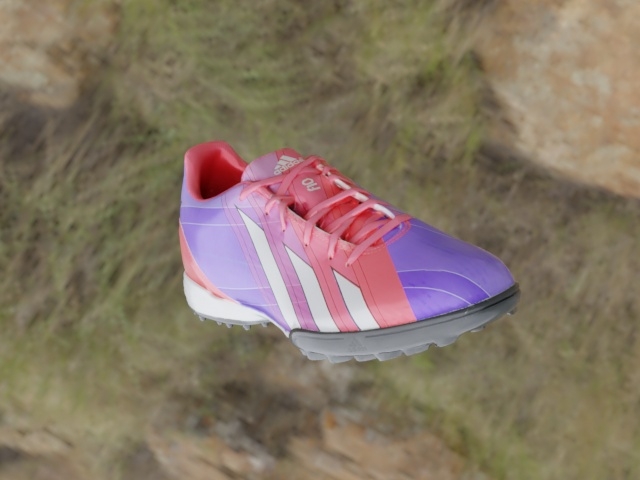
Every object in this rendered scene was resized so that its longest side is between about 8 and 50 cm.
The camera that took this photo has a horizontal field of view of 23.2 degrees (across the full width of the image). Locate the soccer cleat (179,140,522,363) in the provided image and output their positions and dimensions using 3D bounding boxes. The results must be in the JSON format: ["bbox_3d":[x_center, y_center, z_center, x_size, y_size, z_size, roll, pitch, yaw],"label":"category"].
[{"bbox_3d":[0.000,0.000,0.973,0.318,0.108,0.116,8,112,58],"label":"soccer cleat"}]
